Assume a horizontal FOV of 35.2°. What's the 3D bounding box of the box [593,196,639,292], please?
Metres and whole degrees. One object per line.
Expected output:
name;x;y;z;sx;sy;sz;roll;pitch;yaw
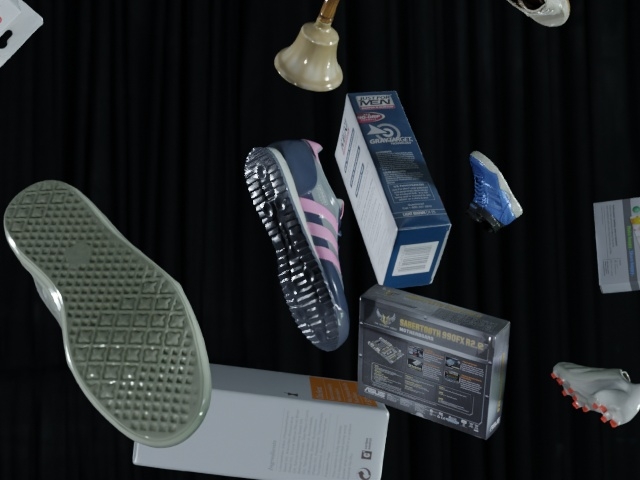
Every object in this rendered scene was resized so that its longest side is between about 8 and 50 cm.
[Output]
box;0.520;0.001;1.548;0.186;0.145;0.038;-6;153;20

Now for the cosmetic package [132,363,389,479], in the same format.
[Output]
cosmetic package;-0.111;0.345;1.921;0.453;0.162;0.230;7;-176;-4

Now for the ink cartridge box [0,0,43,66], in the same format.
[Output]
ink cartridge box;-0.372;-0.234;0.995;0.181;0.104;0.061;41;-171;-35

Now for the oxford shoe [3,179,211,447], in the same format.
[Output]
oxford shoe;-0.268;0.092;1.307;0.169;0.449;0.130;-34;145;-13

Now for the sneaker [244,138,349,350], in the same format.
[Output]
sneaker;0.000;0.000;1.497;0.131;0.319;0.112;-23;-170;-41

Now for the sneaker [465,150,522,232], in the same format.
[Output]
sneaker;0.284;-0.079;1.764;0.084;0.152;0.058;-38;-152;-3

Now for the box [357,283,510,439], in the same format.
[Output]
box;0.168;0.183;1.546;0.231;0.183;0.056;14;-153;29

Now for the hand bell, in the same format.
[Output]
hand bell;0.011;-0.386;1.711;0.126;0.126;0.242;1;136;-21

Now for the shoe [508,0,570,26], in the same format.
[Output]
shoe;0.298;-0.371;1.495;0.076;0.058;0.219;-8;153;43

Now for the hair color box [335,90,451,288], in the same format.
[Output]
hair color box;0.127;-0.099;1.867;0.105;0.347;0.174;-6;141;-15

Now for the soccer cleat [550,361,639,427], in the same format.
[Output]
soccer cleat;0.405;0.212;1.457;0.076;0.068;0.196;-37;-164;-7
